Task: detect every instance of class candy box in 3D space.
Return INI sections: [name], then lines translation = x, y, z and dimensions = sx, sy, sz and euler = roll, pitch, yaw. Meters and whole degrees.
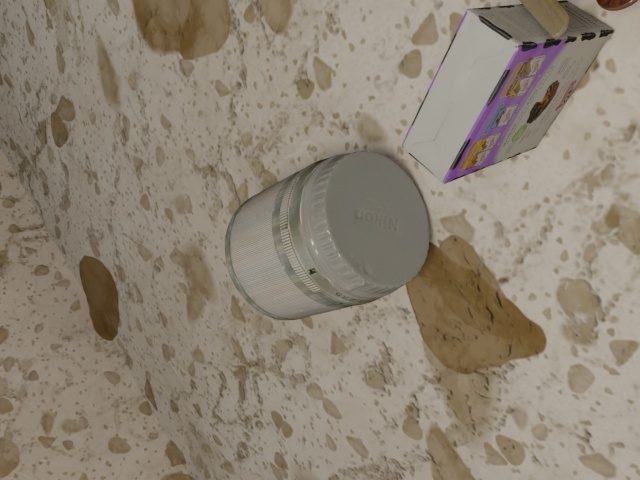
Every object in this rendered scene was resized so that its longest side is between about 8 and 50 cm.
[candy box]
translation = 0.202, -0.164, 0.676
dimensions = 0.070, 0.196, 0.164
euler = 47, 136, 25

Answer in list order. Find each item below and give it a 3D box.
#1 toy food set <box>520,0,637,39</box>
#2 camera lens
[toy food set]
translation = 0.290, -0.287, 0.596
dimensions = 0.218, 0.071, 0.128
euler = -48, 40, 21
[camera lens]
translation = 0.000, 0.000, 0.959
dimensions = 0.274, 0.219, 0.219
euler = -21, 91, 50
